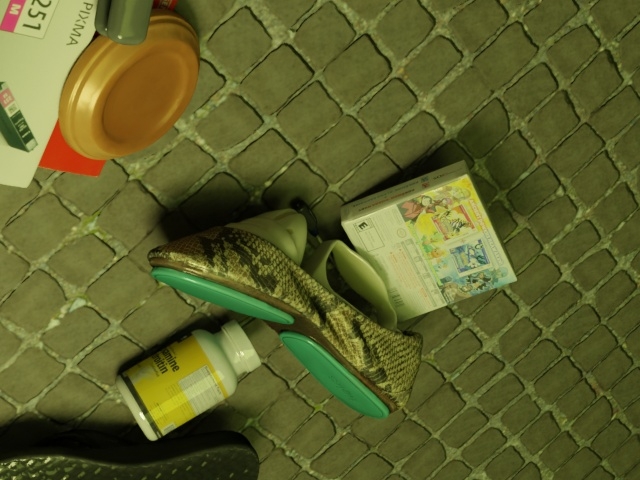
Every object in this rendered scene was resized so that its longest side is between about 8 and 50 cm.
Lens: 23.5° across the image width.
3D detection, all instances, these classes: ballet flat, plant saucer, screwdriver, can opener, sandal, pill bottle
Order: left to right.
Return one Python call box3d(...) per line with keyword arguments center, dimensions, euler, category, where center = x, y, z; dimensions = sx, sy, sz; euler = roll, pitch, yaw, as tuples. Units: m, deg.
box3d(center=(-0.299, 0.331, 2.119), dimensions=(0.445, 0.107, 0.168), euler=(1, 118, -35), category="sandal")
box3d(center=(-0.212, -0.173, 1.776), dimensions=(0.200, 0.037, 0.200), euler=(-36, 149, -26), category="plant saucer")
box3d(center=(-0.174, -0.345, 1.628), dimensions=(0.093, 0.074, 0.280), euler=(9, 103, -31), category="can opener")
box3d(center=(-0.178, 0.184, 2.086), dimensions=(0.184, 0.103, 0.103), euler=(-31, 136, -10), category="pill bottle")
box3d(center=(-0.029, 0.068, 2.049), dimensions=(0.483, 0.164, 0.182), euler=(36, 70, -38), category="ballet flat")
box3d(center=(0.000, 0.000, 2.111), dimensions=(0.024, 0.025, 0.170), euler=(-36, 136, -3), category="screwdriver")

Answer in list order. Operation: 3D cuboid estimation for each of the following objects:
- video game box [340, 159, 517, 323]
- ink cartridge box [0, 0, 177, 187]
box3d(center=(0.151, 0.004, 2.131), dimensions=(0.187, 0.048, 0.205), euler=(-19, 127, 14), category="video game box")
box3d(center=(-0.296, -0.185, 1.738), dimensions=(0.239, 0.060, 0.275), euler=(9, 119, -37), category="ink cartridge box")
